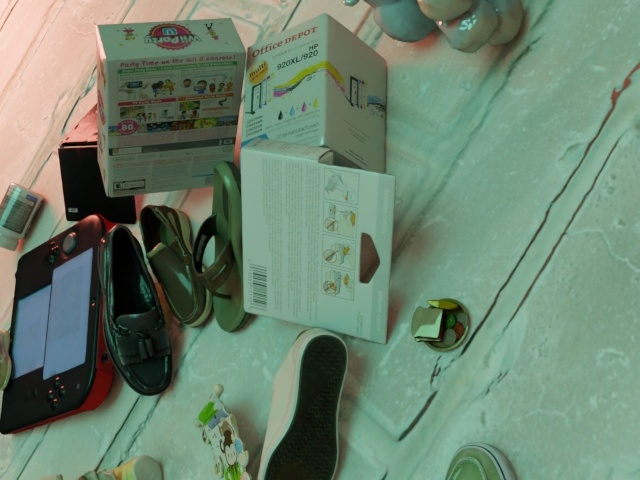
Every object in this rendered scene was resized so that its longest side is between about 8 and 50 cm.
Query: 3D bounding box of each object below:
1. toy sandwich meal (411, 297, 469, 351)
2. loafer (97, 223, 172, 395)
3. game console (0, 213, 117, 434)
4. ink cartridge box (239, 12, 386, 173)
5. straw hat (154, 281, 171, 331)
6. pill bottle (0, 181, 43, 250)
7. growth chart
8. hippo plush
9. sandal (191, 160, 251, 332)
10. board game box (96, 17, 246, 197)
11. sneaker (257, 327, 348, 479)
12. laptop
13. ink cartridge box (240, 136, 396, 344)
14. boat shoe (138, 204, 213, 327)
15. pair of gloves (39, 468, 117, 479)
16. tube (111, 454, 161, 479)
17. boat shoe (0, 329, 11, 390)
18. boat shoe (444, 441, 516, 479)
[{"bbox_3d":[0.166,0.115,1.258,0.086,0.029,0.085,-16,62,33],"label":"toy sandwich meal"},{"bbox_3d":[-0.325,0.116,1.552,0.095,0.109,0.302,125,130,-66],"label":"loafer"},{"bbox_3d":[-0.514,0.163,1.753,0.342,0.060,0.386,-20,59,35],"label":"game console"},{"bbox_3d":[-0.010,-0.204,1.440,0.171,0.168,0.232,-14,64,34],"label":"ink cartridge box"},{"bbox_3d":[-0.337,0.136,1.632,0.145,0.061,0.144,-16,62,33],"label":"straw hat"},{"bbox_3d":[-0.668,-0.051,1.965,0.078,0.078,0.137,23,86,42],"label":"pill bottle"},{"bbox_3d":[-0.143,0.338,1.369,0.172,0.021,0.237,117,142,-46],"label":"growth chart"},{"bbox_3d":[0.139,-0.386,1.344,0.237,0.294,0.234,-12,43,44],"label":"hippo plush"},{"bbox_3d":[-0.166,0.013,1.450,0.120,0.086,0.302,41,139,47],"label":"sandal"},{"bbox_3d":[-0.256,-0.217,1.514,0.303,0.224,0.097,106,150,-48],"label":"board game box"},{"bbox_3d":[-0.028,0.270,1.325,0.123,0.106,0.290,-167,94,-75],"label":"sneaker"},{"bbox_3d":[-0.415,-0.176,1.860,0.234,0.136,0.264,3,48,39],"label":"laptop"},{"bbox_3d":[0.000,0.000,1.326,0.239,0.060,0.275,11,117,20],"label":"ink cartridge box"},{"bbox_3d":[-0.269,0.041,1.594,0.095,0.095,0.257,-41,51,18],"label":"boat shoe"},{"bbox_3d":[-0.400,0.489,1.505,0.240,0.042,0.204,-16,82,37],"label":"pair of gloves"},{"bbox_3d":[-0.370,0.437,1.536,0.240,0.062,0.070,-32,20,31],"label":"tube"},{"bbox_3d":[-0.650,0.238,1.806,0.050,0.045,0.135,-44,46,28],"label":"boat shoe"},{"bbox_3d":[0.179,0.393,1.086,0.109,0.094,0.302,-9,66,36],"label":"boat shoe"}]
